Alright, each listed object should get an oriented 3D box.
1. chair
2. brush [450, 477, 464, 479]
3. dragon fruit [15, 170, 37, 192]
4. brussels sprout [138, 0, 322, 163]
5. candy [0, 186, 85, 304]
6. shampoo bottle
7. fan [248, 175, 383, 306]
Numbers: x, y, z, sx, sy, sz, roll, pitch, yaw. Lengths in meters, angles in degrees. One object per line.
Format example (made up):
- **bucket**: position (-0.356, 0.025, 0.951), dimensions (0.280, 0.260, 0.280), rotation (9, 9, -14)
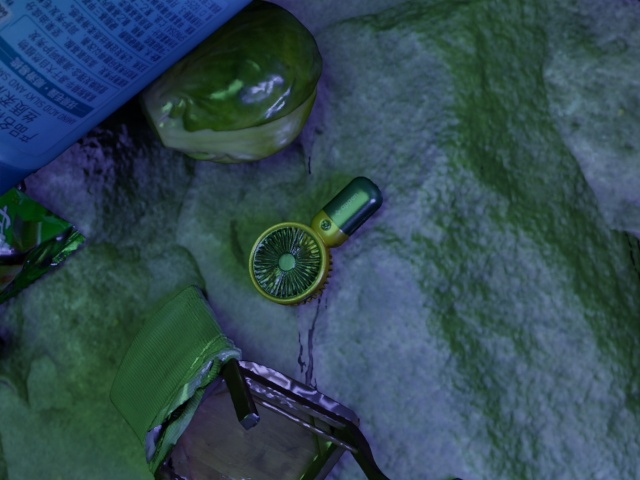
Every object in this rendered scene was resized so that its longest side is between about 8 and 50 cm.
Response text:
- **chair**: position (-0.077, 0.184, 1.164), dimensions (0.186, 0.319, 0.160), rotation (32, 94, -21)
- **brush**: position (0.063, 0.258, 1.153), dimensions (0.164, 0.014, 0.051), rotation (-27, 72, 13)
- **dragon fruit**: position (-0.449, -0.095, 1.371), dimensions (0.282, 0.100, 0.344), rotation (33, 91, 4)
- **brussels sprout**: position (-0.081, -0.151, 1.224), dimensions (0.145, 0.131, 0.183), rotation (36, 79, 14)
- **candy**: position (-0.365, -0.016, 1.288), dimensions (0.141, 0.203, 0.078), rotation (-50, 40, -7)
- **shampoo bottle**: position (-0.269, -0.265, 1.132), dimensions (0.342, 0.331, 0.331), rotation (-35, 69, 13)
- **fan**: position (0.000, 0.000, 1.215), dimensions (0.155, 0.039, 0.082), rotation (-43, 67, 7)
